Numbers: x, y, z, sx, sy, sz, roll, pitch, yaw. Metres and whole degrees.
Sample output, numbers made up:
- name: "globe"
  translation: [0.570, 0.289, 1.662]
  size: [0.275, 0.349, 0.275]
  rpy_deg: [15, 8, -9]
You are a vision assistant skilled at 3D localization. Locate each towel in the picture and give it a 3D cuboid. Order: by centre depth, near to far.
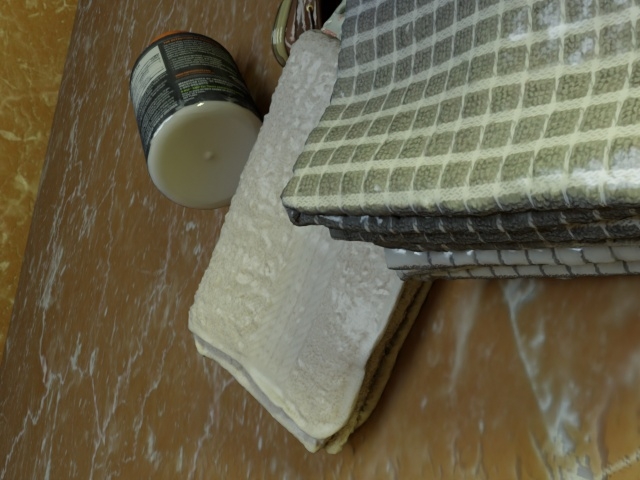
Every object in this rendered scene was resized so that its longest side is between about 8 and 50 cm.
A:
- name: "towel"
  translation: [0.109, -0.104, 0.446]
  size: [0.283, 0.121, 0.235]
  rpy_deg: [-4, 76, 52]
- name: "towel"
  translation: [0.000, 0.000, 0.667]
  size: [0.187, 0.049, 0.282]
  rpy_deg: [34, 111, 36]

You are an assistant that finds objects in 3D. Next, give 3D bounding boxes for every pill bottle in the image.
- name: "pill bottle"
  translation: [-0.142, -0.150, 1.000]
  size: [0.130, 0.130, 0.246]
  rpy_deg: [-63, 29, 26]

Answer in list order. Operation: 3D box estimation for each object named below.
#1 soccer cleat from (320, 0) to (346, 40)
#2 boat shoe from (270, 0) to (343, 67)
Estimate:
- name: "soccer cleat"
  translation: [0.031, -0.168, 0.723]
  size: [0.068, 0.076, 0.196]
  rpy_deg: [30, 105, 63]
- name: "boat shoe"
  translation: [0.003, -0.247, 0.844]
  size: [0.060, 0.064, 0.178]
  rpy_deg: [8, 87, 33]
